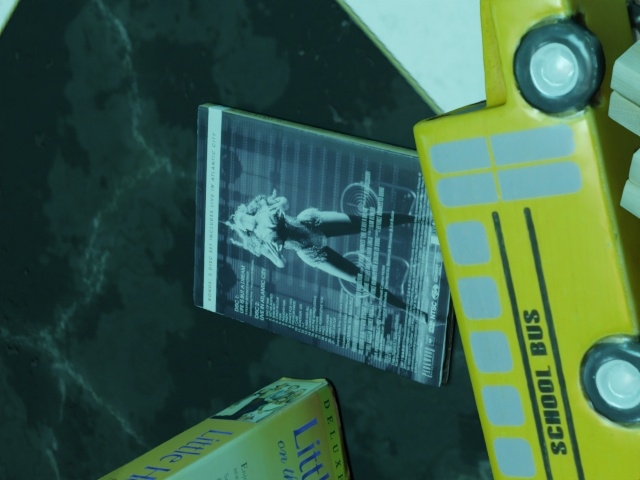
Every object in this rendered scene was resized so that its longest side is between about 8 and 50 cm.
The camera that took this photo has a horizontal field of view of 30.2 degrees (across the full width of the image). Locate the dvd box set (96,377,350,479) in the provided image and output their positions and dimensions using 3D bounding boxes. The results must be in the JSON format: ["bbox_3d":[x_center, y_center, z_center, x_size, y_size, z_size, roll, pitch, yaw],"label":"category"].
[{"bbox_3d":[-0.110,0.303,0.780,0.062,0.420,0.307,-1,105,38],"label":"dvd box set"}]

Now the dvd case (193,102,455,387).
[{"bbox_3d":[0.000,0.000,0.861,0.221,0.018,0.164,16,114,29],"label":"dvd case"}]

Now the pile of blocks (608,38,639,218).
[{"bbox_3d":[0.218,-0.177,0.527,0.112,0.149,0.362,38,104,27],"label":"pile of blocks"}]

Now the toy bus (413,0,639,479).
[{"bbox_3d":[0.149,0.008,0.707,0.130,0.108,0.333,-8,101,38],"label":"toy bus"}]
